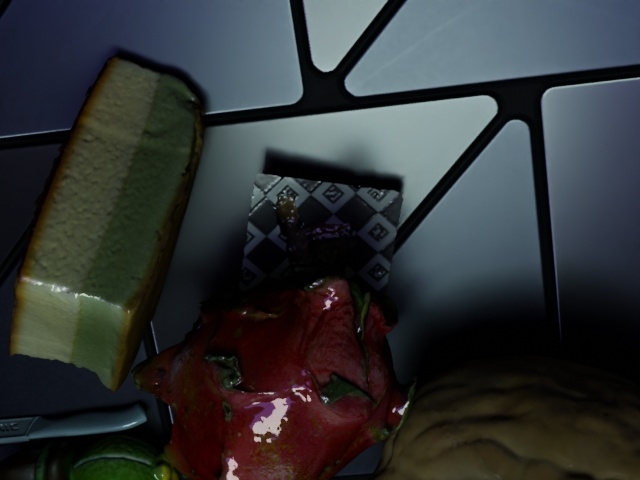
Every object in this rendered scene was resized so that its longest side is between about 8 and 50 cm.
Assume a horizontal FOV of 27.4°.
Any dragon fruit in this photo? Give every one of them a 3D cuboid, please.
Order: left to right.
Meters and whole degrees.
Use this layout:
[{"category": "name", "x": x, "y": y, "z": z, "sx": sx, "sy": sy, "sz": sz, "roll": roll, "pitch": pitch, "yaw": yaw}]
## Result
[{"category": "dragon fruit", "x": -0.045, "y": 0.107, "z": 1.058, "sx": 0.198, "sy": 0.269, "sz": 0.200, "roll": 18, "pitch": 87, "yaw": -24}]

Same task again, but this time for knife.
[{"category": "knife", "x": -0.258, "y": 0.170, "z": 1.194, "sx": 0.210, "sy": 0.028, "sz": 0.015, "roll": -7, "pitch": 144, "yaw": 9}]

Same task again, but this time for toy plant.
[{"category": "toy plant", "x": -0.205, "y": 0.223, "z": 1.176, "sx": 0.162, "sy": 0.093, "sz": 0.093, "roll": -8, "pitch": 112, "yaw": 10}]

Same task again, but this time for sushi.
[{"category": "sushi", "x": 0.000, "y": 0.000, "z": 1.095, "sx": 0.126, "sy": 0.026, "sz": 0.120, "roll": 8, "pitch": 116, "yaw": -5}]

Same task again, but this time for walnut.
[{"category": "walnut", "x": 0.183, "y": 0.240, "z": 1.053, "sx": 0.313, "sy": 0.252, "sz": 0.277, "roll": 13, "pitch": 125, "yaw": 14}]

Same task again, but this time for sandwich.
[{"category": "sandwich", "x": -0.171, "y": -0.008, "z": 1.070, "sx": 0.108, "sy": 0.220, "sz": 0.186, "roll": 18, "pitch": 150, "yaw": -4}]
